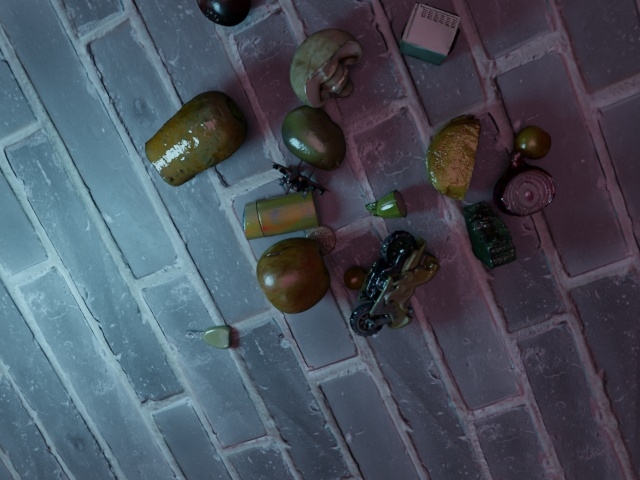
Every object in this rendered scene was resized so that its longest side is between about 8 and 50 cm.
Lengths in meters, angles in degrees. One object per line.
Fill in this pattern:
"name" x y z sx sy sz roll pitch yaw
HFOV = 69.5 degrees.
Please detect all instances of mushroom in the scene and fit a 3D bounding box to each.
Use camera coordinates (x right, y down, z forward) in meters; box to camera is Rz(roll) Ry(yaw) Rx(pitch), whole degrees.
"mushroom" 0.010 -0.565 1.496 0.254 0.195 0.189 -44 61 14

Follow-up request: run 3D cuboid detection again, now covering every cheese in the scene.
"cheese" -0.446 0.379 1.831 0.192 0.037 0.096 4 103 5

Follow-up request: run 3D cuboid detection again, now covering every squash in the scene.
"squash" 0.222 -0.110 1.614 0.132 0.105 0.105 -18 101 25

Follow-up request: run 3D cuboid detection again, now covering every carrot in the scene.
"carrot" -0.418 -0.346 1.563 0.341 0.224 0.224 -30 98 16

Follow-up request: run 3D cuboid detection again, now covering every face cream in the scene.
"face cream" -0.148 -0.090 1.668 0.286 0.067 0.139 -11 99 10

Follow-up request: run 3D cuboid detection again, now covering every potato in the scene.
"potato" -0.013 -0.335 1.545 0.174 0.159 0.251 -45 82 15

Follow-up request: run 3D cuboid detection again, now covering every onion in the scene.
"onion" 0.650 -0.191 1.510 0.196 0.140 0.217 -22 99 8

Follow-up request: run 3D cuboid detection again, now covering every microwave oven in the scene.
"microwave oven" 0.332 -0.632 1.410 0.163 0.205 0.129 18 105 1

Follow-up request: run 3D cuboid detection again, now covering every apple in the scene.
"apple" 0.689 -0.316 1.496 0.114 0.099 0.101 20 102 5
"apple" -0.083 0.116 1.616 0.265 0.264 0.264 2 103 7

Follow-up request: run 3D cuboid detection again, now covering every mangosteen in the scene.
"mangosteen" -0.300 -0.791 1.481 0.200 0.200 0.199 2 103 7

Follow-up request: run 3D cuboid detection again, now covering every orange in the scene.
"orange" 0.131 0.138 1.680 0.095 0.085 0.085 -13 101 5

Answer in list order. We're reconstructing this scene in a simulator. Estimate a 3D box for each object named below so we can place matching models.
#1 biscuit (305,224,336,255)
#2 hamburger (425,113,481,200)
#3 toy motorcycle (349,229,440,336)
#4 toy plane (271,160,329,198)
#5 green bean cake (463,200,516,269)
"biscuit" 0.000 0.000 1.698 0.120 0.015 0.120 2 103 8
"hamburger" 0.427 -0.279 1.517 0.157 0.144 0.282 11 100 12
"toy motorcycle" 0.259 0.162 1.606 0.237 0.168 0.409 10 112 -28
"toy plane" -0.080 -0.196 1.500 0.223 0.326 0.104 28 108 0
"green bean cake" 0.560 -0.021 1.527 0.107 0.208 0.193 -16 103 7
